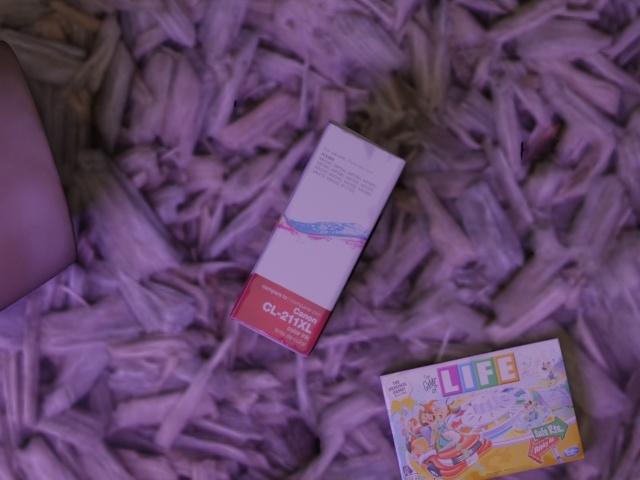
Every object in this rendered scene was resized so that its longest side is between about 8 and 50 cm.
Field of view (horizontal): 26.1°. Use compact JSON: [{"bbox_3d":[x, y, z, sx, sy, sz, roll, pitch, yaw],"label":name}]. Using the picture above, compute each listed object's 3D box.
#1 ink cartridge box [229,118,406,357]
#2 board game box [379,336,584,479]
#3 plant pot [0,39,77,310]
[{"bbox_3d":[0.000,0.000,1.125,0.072,0.127,0.175,27,89,2],"label":"ink cartridge box"},{"bbox_3d":[0.135,0.148,1.163,0.154,0.026,0.104,-13,86,2],"label":"board game box"},{"bbox_3d":[-0.353,-0.032,1.079,0.280,0.323,0.323,-20,86,-15],"label":"plant pot"}]
